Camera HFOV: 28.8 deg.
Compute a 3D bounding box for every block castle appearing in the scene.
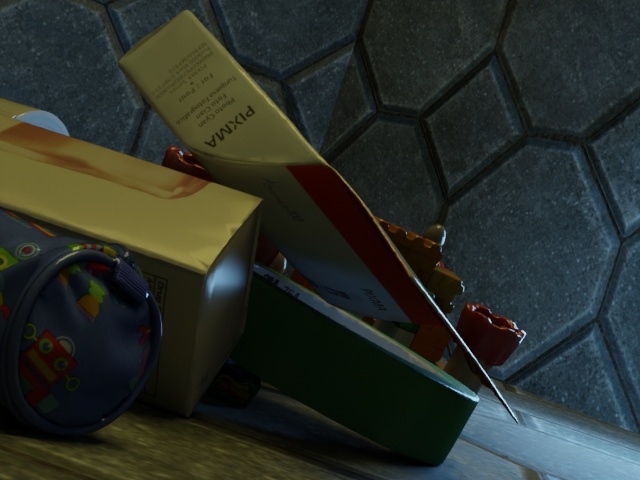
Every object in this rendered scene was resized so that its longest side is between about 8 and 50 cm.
[{"bbox_3d":[0.014,0.041,1.577,0.453,0.212,0.303,23,11,-29],"label":"block castle"}]

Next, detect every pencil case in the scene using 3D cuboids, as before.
[{"bbox_3d":[-0.241,0.025,0.832,0.306,0.133,0.119,19,-18,37],"label":"pencil case"}]

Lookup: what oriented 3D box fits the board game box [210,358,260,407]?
[{"bbox_3d":[-0.172,0.068,1.196,0.260,0.030,0.136,34,5,-5],"label":"board game box"}]

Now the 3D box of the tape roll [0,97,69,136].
[{"bbox_3d":[-0.536,-0.110,2.000,0.169,0.246,0.246,19,-1,23],"label":"tape roll"}]

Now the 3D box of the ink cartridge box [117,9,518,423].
[{"bbox_3d":[0.000,0.000,1.126,0.385,0.091,0.308,52,1,38],"label":"ink cartridge box"}]

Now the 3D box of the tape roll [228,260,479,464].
[{"bbox_3d":[0.000,0.106,1.235,0.321,0.077,0.321,31,0,0],"label":"tape roll"}]

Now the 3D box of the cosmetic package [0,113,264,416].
[{"bbox_3d":[-0.210,0.008,1.012,0.296,0.153,0.129,19,35,10],"label":"cosmetic package"}]
